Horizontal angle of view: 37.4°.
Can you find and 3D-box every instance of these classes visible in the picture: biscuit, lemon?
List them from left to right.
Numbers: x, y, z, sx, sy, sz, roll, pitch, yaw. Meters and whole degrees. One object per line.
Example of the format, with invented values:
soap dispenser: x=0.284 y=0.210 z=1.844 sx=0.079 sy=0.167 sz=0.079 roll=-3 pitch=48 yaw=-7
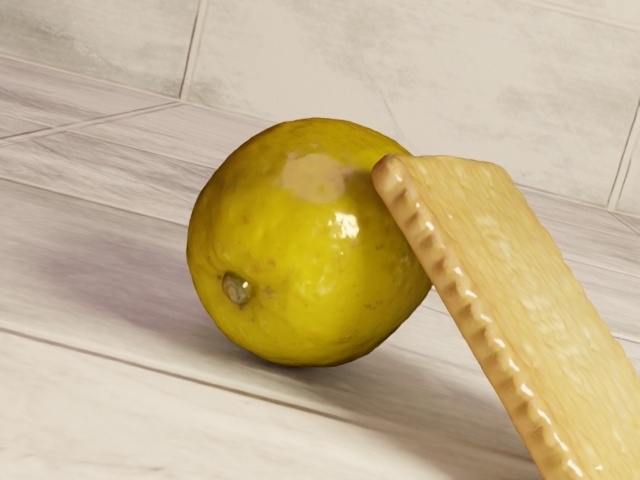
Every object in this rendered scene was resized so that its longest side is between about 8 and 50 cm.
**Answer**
lemon: x=0.000 y=0.000 z=0.646 sx=0.170 sy=0.170 sz=0.207 roll=19 pitch=20 yaw=24
biscuit: x=0.128 y=0.054 z=0.566 sx=0.160 sy=0.030 sz=0.250 roll=-5 pitch=61 yaw=-54
